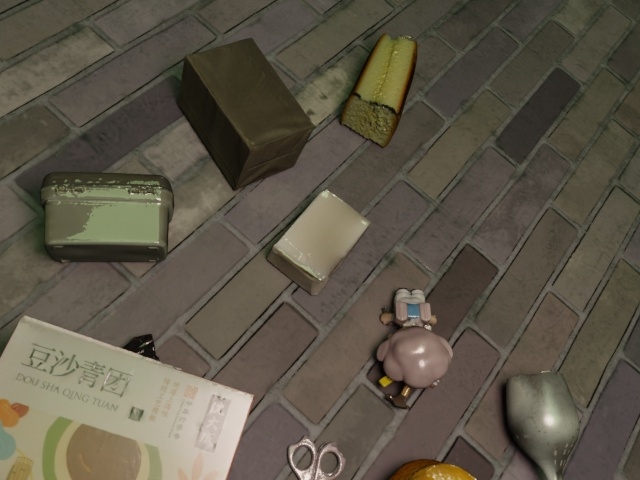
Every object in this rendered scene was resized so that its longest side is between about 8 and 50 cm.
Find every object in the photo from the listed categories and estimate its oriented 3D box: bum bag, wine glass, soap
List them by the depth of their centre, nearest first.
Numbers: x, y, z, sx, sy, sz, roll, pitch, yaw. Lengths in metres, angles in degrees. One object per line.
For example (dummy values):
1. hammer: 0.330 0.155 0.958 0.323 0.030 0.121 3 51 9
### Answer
1. bum bag: -0.282 0.215 0.934 0.058 0.034 0.124 -13 73 -22
2. wine glass: 0.404 0.361 1.032 0.127 0.126 0.241 4 67 -16
3. soap: 0.000 0.000 1.112 0.121 0.063 0.183 38 60 3

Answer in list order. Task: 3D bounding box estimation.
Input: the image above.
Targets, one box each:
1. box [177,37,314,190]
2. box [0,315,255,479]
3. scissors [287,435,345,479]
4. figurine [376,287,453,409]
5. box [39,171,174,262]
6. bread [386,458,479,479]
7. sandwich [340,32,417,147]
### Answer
1. box: -0.151 -0.244 1.132 0.149 0.155 0.231 -27 74 -29
2. box: -0.319 0.346 0.788 0.345 0.122 0.384 21 67 -7
3. scissors: -0.019 0.416 0.935 0.100 0.015 0.188 17 64 -8
4. figurine: 0.172 0.186 1.056 0.138 0.111 0.228 8 53 -8
5. box: -0.354 -0.036 0.972 0.210 0.148 0.129 1 73 -15
6. bread: 0.200 0.477 0.900 0.196 0.142 0.269 -26 73 -24
7. sandwich: 0.140 -0.342 1.287 0.122 0.128 0.235 24 60 -1
